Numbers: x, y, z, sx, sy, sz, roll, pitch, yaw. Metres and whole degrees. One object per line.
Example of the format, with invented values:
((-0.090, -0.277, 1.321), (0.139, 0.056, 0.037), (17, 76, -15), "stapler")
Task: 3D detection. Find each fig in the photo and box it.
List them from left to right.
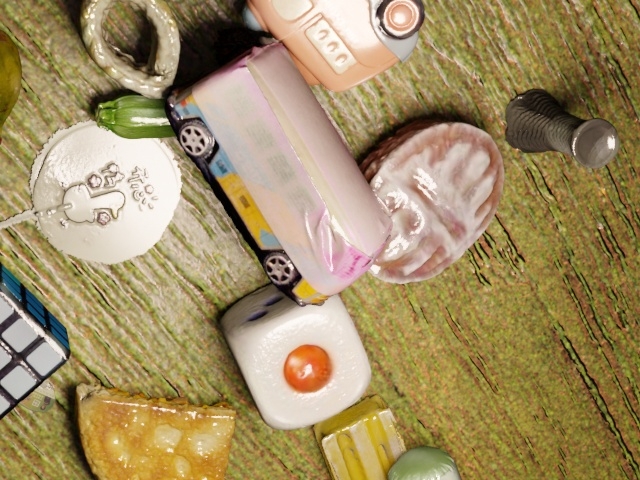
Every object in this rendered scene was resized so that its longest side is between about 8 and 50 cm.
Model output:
((-0.507, -0.232, 1.722), (0.133, 0.185, 0.127), (-30, 69, -32), "fig")

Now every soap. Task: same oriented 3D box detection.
((0.085, 0.394, 2.012), (0.135, 0.076, 0.233), (-23, 108, -8), "soap")

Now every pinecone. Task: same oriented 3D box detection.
((-0.129, -0.287, 1.810), (0.077, 0.077, 0.083), (6, 111, -15), "pinecone")

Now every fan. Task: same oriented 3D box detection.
((-0.444, 0.244, 1.885), (0.080, 0.003, 0.060), (-34, 108, -4), "fan")
((-0.414, -0.048, 1.822), (0.414, 0.012, 0.233), (-19, 105, -10), "fan")

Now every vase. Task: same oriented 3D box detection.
((0.386, -0.173, 1.874), (0.115, 0.237, 0.116), (-3, 103, -13), "vase")

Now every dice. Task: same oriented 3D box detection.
((-0.040, 0.176, 1.872), (0.193, 0.192, 0.194), (-26, 106, -6), "dice")

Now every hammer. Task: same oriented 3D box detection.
((0.089, 0.485, 1.946), (0.335, 0.119, 0.207), (-23, 107, -3), "hammer")

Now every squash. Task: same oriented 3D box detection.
((-0.235, -0.195, 1.804), (0.219, 0.068, 0.077), (-6, 148, -16), "squash")

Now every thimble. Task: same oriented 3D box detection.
((-0.276, -0.299, 1.732), (0.137, 0.143, 0.190), (-33, 107, -6), "thimble")

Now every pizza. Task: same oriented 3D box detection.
((-0.285, 0.364, 1.910), (0.268, 0.087, 0.258), (11, 104, -15), "pizza")

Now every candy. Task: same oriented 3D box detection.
((0.157, -0.065, 1.886), (0.289, 0.157, 0.214), (-45, 114, -7), "candy")

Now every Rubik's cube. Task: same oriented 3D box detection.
((-0.488, 0.150, 1.771), (0.163, 0.162, 0.160), (-41, 108, -1), "Rubik's cube")

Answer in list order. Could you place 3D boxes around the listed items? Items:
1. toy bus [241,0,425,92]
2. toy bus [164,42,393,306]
((0.008, -0.359, 1.778), (0.232, 0.194, 0.288), (-39, 109, 10), "toy bus")
((-0.045, -0.095, 1.713), (0.162, 0.171, 0.386), (-25, 101, 39), "toy bus")
